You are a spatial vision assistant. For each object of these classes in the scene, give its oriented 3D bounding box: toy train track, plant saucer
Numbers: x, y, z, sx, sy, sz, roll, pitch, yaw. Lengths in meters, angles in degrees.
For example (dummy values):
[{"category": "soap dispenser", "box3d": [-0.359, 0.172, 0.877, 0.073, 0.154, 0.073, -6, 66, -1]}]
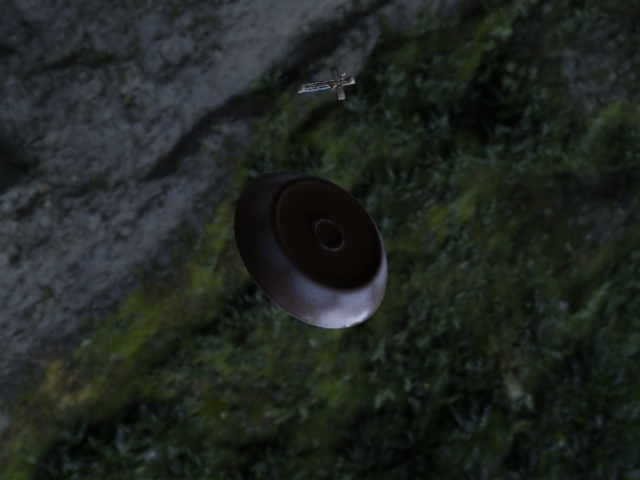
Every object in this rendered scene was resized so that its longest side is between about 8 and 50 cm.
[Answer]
[{"category": "toy train track", "box3d": [0.008, -0.215, 1.566, 0.083, 0.048, 0.014, -12, 168, -18]}, {"category": "plant saucer", "box3d": [0.000, 0.000, 1.256, 0.198, 0.198, 0.036, -20, 164, -44]}]
